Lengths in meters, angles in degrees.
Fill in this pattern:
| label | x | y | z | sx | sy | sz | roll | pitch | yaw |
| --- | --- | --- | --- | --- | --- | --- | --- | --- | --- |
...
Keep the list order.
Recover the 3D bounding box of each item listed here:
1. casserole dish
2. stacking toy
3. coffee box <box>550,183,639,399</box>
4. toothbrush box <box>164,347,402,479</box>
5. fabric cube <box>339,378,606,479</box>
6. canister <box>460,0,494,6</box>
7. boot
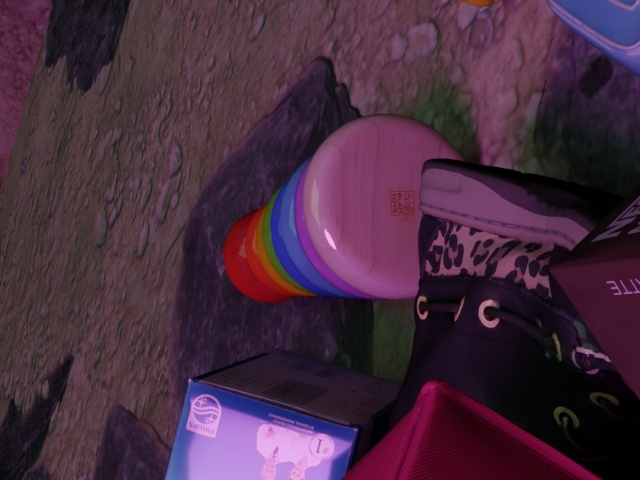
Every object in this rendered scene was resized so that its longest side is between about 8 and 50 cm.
| label | x | y | z | sx | sy | sz | roll | pitch | yaw |
| --- | --- | --- | --- | --- | --- | --- | --- | --- | --- |
| casserole dish | 0.203 | -0.176 | 0.884 | 0.114 | 0.037 | 0.188 | -68 | 28 | 20 |
| stacking toy | 0.000 | 0.000 | 1.135 | 0.330 | 0.141 | 0.141 | 154 | 124 | -66 |
| coffee box | 0.231 | -0.029 | 0.530 | 0.246 | 0.098 | 0.141 | -40 | 12 | -25 |
| toothbrush box | -0.040 | 0.243 | 0.981 | 0.216 | 0.126 | 0.295 | -8 | -69 | -76 |
| fabric cube | 0.063 | 0.274 | 0.620 | 0.254 | 0.259 | 0.258 | -53 | 8 | 44 |
| canister | 0.147 | -0.274 | 1.000 | 0.170 | 0.073 | 0.126 | -45 | 40 | 47 |
| boot | 0.141 | 0.119 | 0.767 | 0.377 | 0.138 | 0.284 | 31 | 110 | 59 |
